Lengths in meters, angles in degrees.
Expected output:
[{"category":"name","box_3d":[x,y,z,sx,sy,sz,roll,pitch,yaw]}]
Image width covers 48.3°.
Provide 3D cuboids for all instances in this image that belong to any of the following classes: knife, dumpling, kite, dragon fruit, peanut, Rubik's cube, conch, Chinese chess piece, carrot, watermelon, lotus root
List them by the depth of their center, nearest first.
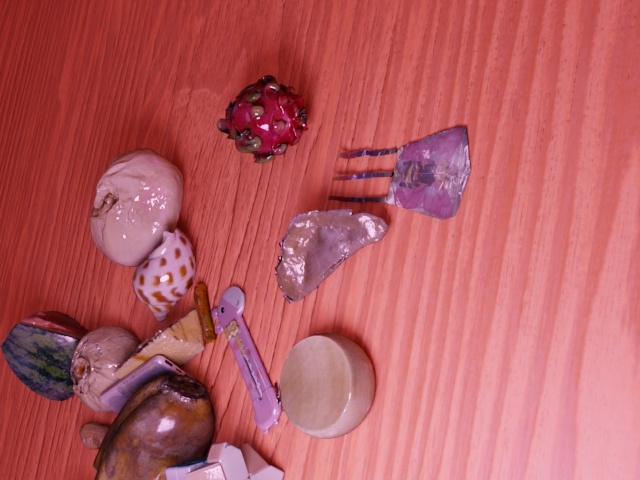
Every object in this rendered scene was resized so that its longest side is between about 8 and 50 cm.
[{"category":"Chinese chess piece","box_3d":[0.011,0.316,1.566,0.237,0.092,0.238,-11,72,39]},{"category":"kite","box_3d":[0.174,-0.151,1.596,0.360,0.022,0.204,5,82,39]},{"category":"Rubik's cube","box_3d":[-0.223,0.568,1.600,0.213,0.265,0.225,-23,78,47]},{"category":"dumpling","box_3d":[0.003,0.002,1.663,0.332,0.086,0.166,-38,89,28]},{"category":"knife","box_3d":[-0.186,0.290,1.786,0.132,0.038,0.399,-47,53,26]},{"category":"lotus root","box_3d":[-0.406,0.497,1.795,0.250,0.250,0.346,42,106,40]},{"category":"dragon fruit","box_3d":[-0.146,-0.311,1.826,0.273,0.198,0.219,-138,42,-63]},{"category":"carrot","box_3d":[-0.311,0.199,1.923,0.042,0.042,0.171,-34,62,31]},{"category":"conch","box_3d":[-0.430,0.104,1.981,0.148,0.182,0.275,43,122,10]},{"category":"peanut","box_3d":[-0.648,0.580,2.093,0.174,0.080,0.080,3,80,43]},{"category":"watermelon","box_3d":[-0.875,0.362,2.286,0.250,0.283,0.292,-60,20,-8]}]

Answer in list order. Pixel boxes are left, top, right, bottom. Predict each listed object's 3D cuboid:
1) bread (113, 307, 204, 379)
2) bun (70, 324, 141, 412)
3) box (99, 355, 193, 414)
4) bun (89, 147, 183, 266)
[{"category":"bread","box_3d":[-0.430,0.299,1.952,0.266,0.142,0.178,-34,17,32]},{"category":"bun","box_3d":[-0.638,0.372,2.093,0.259,0.152,0.260,-15,68,41]},{"category":"box","box_3d":[-0.473,0.411,1.948,0.285,0.142,0.044,-35,24,31]},{"category":"bun","box_3d":[-0.555,-0.109,2.090,0.361,0.213,0.361,-23,58,44]}]
